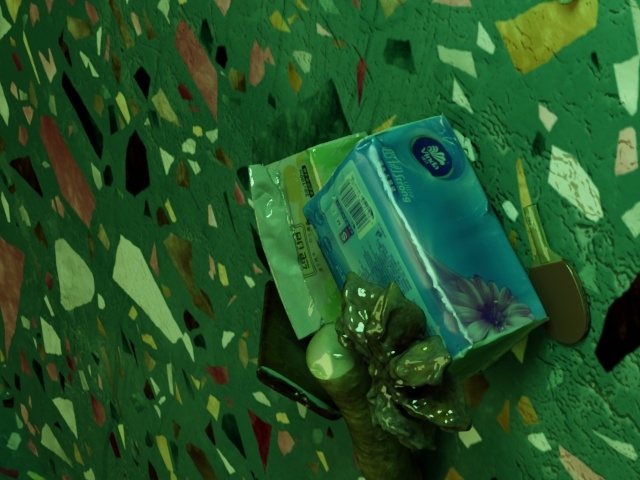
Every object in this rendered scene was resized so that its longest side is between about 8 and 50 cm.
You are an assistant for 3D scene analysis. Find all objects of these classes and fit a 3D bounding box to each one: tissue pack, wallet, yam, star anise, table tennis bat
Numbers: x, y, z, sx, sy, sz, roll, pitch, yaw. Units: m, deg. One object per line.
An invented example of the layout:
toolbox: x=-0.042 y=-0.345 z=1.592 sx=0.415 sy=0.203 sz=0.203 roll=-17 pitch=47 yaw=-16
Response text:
tissue pack: x=0.000 y=0.000 z=1.897 sx=0.159 sy=0.145 sz=0.229 roll=-17 pitch=91 yaw=60
tissue pack: x=0.115 y=0.022 z=1.717 sx=0.263 sy=0.146 sz=0.198 roll=63 pitch=150 yaw=14
wallet: x=-0.022 y=0.145 z=1.950 sx=0.031 sy=0.137 sz=0.255 roll=-48 pitch=14 yaw=17
yam: x=0.059 y=0.222 z=1.840 sx=0.081 sy=0.081 sz=0.356 roll=45 pitch=168 yaw=40
star anise: x=0.086 y=0.132 z=1.608 sx=0.197 sy=0.073 sz=0.212 roll=-9 pitch=106 yaw=62
table tennis bat: x=0.248 y=0.036 z=1.640 sx=0.087 sy=0.013 sz=0.156 roll=-19 pitch=90 yaw=62

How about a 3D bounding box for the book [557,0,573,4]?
book: x=0.174 y=-0.451 z=1.497 sx=0.389 sy=0.032 sz=0.269 roll=52 pitch=143 yaw=30
